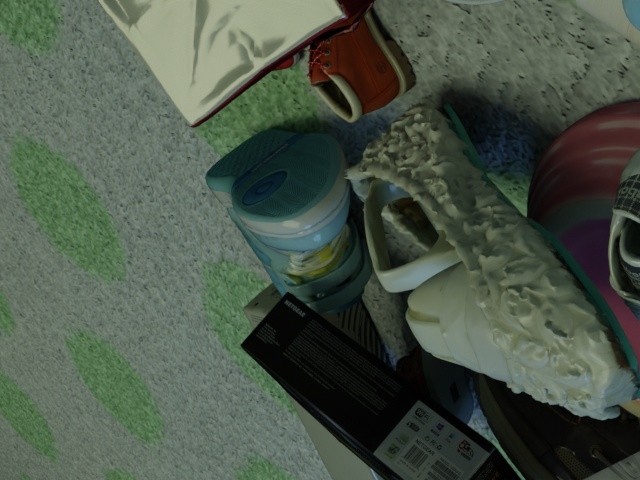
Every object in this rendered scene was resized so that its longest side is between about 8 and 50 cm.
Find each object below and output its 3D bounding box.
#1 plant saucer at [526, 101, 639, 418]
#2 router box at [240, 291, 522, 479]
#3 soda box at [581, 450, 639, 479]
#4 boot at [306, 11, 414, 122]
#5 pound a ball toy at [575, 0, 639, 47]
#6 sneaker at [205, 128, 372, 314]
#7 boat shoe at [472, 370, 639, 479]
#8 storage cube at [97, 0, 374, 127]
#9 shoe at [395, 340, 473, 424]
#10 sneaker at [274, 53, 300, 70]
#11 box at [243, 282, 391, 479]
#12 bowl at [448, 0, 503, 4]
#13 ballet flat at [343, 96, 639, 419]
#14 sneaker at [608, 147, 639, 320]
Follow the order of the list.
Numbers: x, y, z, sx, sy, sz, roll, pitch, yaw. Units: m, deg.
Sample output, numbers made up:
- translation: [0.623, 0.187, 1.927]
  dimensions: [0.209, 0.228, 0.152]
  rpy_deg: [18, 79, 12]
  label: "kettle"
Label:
- translation: [0.295, 0.047, 1.067]
  dimensions: [0.332, 0.084, 0.332]
  rpy_deg: [35, 147, 27]
  label: "plant saucer"
- translation: [0.086, 0.206, 1.330]
  dimensions: [0.309, 0.081, 0.243]
  rpy_deg: [35, 169, 40]
  label: "router box"
- translation: [0.212, 0.278, 1.139]
  dimensions: [0.098, 0.286, 0.091]
  rpy_deg: [33, -150, -58]
  label: "soda box"
- translation: [0.010, -0.183, 1.193]
  dimensions: [0.158, 0.084, 0.059]
  rpy_deg: [53, 152, -2]
  label: "boot"
- translation: [0.312, -0.092, 0.828]
  dimensions: [0.319, 0.136, 0.208]
  rpy_deg: [40, 149, 19]
  label: "pound a ball toy"
- translation: [0.000, 0.000, 1.338]
  dimensions: [0.208, 0.127, 0.319]
  rpy_deg: [56, 175, -18]
  label: "sneaker"
- translation: [0.285, 0.233, 1.256]
  dimensions: [0.355, 0.130, 0.132]
  rpy_deg: [53, -175, 29]
  label: "boat shoe"
- translation: [-0.058, -0.238, 1.050]
  dimensions: [0.184, 0.193, 0.215]
  rpy_deg: [-30, 101, 35]
  label: "storage cube"
- translation: [0.115, 0.140, 1.440]
  dimensions: [0.081, 0.063, 0.178]
  rpy_deg: [22, 146, 34]
  label: "shoe"
- translation: [-0.077, -0.181, 1.331]
  dimensions: [0.118, 0.067, 0.042]
  rpy_deg: [10, 133, 49]
  label: "sneaker"
- translation: [0.023, 0.170, 1.572]
  dimensions: [0.113, 0.094, 0.275]
  rpy_deg: [9, 132, 51]
  label: "box"
- translation: [0.105, -0.314, 0.839]
  dimensions: [0.298, 0.134, 0.298]
  rpy_deg: [42, 150, 31]
  label: "bowl"
- translation: [0.118, 0.025, 1.057]
  dimensions: [0.409, 0.147, 0.147]
  rpy_deg: [-116, 6, -56]
  label: "ballet flat"
- translation: [0.242, 0.022, 0.921]
  dimensions: [0.090, 0.095, 0.235]
  rpy_deg: [19, 147, 34]
  label: "sneaker"
